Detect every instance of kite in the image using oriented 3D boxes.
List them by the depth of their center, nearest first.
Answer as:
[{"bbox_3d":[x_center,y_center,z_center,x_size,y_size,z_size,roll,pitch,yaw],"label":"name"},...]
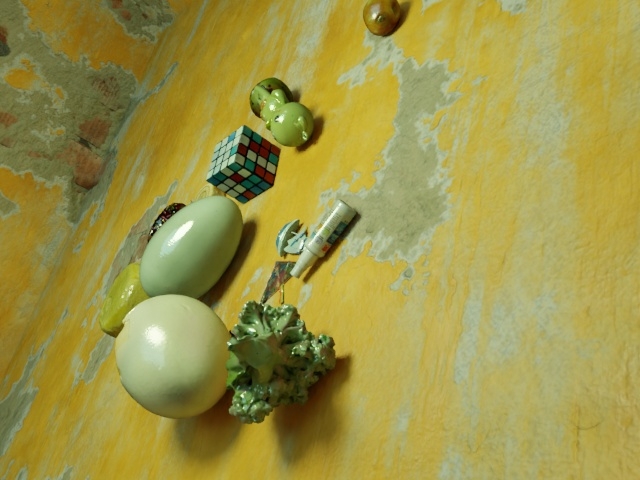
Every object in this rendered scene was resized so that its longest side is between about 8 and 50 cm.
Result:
[{"bbox_3d":[-0.107,0.103,1.669,0.190,0.010,0.159,-46,34,20],"label":"kite"}]

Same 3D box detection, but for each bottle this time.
[{"bbox_3d":[0.000,0.000,1.565,0.217,0.060,0.060,-51,33,8],"label":"bottle"}]

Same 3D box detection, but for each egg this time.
[{"bbox_3d":[-0.351,0.290,1.588,0.283,0.283,0.345,-54,38,5],"label":"egg"},{"bbox_3d":[-0.370,0.028,1.884,0.371,0.230,0.230,-48,33,4],"label":"egg"}]

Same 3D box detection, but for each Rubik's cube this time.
[{"bbox_3d":[-0.238,-0.233,2.003,0.154,0.151,0.155,-27,44,41],"label":"Rubik's cube"}]

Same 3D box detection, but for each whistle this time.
[{"bbox_3d":[-0.131,-0.372,1.930,0.294,0.141,0.141,35,92,30],"label":"whistle"}]

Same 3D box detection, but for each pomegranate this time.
[{"bbox_3d":[-0.167,-0.461,2.119,0.148,0.148,0.169,-59,26,-1],"label":"pomegranate"}]

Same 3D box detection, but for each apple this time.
[{"bbox_3d":[0.175,-0.644,1.845,0.102,0.099,0.114,-21,44,40],"label":"apple"}]

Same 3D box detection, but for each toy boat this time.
[{"bbox_3d":[-0.066,0.009,1.687,0.105,0.034,0.149,-49,45,9],"label":"toy boat"}]

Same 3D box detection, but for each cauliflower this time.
[{"bbox_3d":[-0.112,0.242,1.317,0.239,0.315,0.256,32,78,19],"label":"cauliflower"}]

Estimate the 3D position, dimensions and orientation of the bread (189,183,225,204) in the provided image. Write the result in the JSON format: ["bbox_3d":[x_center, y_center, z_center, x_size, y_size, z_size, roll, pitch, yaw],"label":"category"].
[{"bbox_3d":[-0.379,-0.122,2.170,0.122,0.073,0.149,-24,46,39],"label":"bread"}]

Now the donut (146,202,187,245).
[{"bbox_3d":[-0.526,-0.031,2.278,0.235,0.089,0.235,-31,42,33],"label":"donut"}]

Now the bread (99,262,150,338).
[{"bbox_3d":[-0.618,0.206,2.146,0.270,0.148,0.270,-39,34,33],"label":"bread"}]
